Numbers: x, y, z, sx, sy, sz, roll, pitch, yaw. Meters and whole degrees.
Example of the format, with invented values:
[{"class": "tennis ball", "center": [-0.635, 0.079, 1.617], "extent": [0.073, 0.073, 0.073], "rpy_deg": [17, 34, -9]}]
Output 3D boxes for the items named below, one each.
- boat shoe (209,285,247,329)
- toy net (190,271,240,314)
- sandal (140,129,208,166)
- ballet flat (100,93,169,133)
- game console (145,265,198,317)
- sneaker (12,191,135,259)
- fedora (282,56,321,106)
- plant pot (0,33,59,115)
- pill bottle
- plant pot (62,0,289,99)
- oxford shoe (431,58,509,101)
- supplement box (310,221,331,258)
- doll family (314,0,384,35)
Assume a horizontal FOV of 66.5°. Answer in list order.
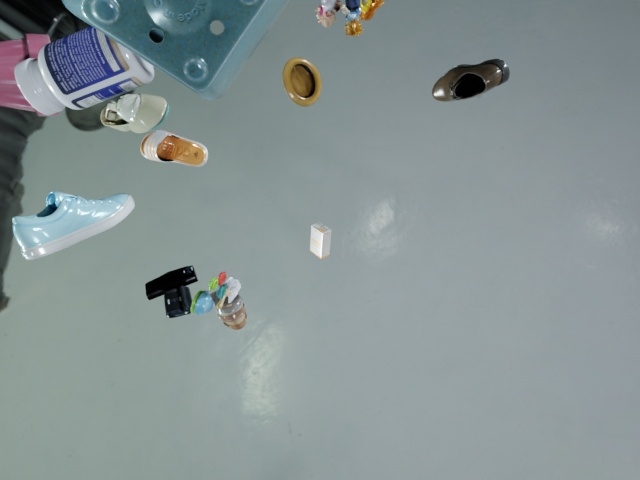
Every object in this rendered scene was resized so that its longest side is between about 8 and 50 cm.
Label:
[{"class": "boat shoe", "center": [-0.339, 0.247, 1.808], "extent": [0.123, 0.324, 0.116], "rpy_deg": [-23, 105, -8]}, {"class": "toy net", "center": [-0.283, 0.134, 1.372], "extent": [0.045, 0.232, 0.122], "rpy_deg": [17, 100, 11]}, {"class": "sandal", "center": [-0.476, -0.294, 1.533], "extent": [0.265, 0.076, 0.102], "rpy_deg": [13, 96, 23]}, {"class": "ballet flat", "center": [-0.423, -0.283, 1.082], "extent": [0.248, 0.086, 0.086], "rpy_deg": [5, 77, 49]}, {"class": "game console", "center": [-0.594, 0.214, 1.969], "extent": [0.213, 0.044, 0.361], "rpy_deg": [-22, 28, -11]}, {"class": "sneaker", "center": [-0.714, -0.088, 1.435], "extent": [0.135, 0.366, 0.150], "rpy_deg": [4, 119, 32]}, {"class": "fedora", "center": [-0.087, -0.636, 1.974], "extent": [0.079, 0.194, 0.194], "rpy_deg": [5, 76, 57]}, {"class": "plant pot", "center": [-0.770, -0.415, 1.229], "extent": [0.180, 0.201, 0.201], "rpy_deg": [-9, 66, -28]}, {"class": "pill bottle", "center": [-0.534, -0.391, 1.113], "extent": [0.265, 0.153, 0.153], "rpy_deg": [-20, 70, 4]}, {"class": "plant pot", "center": [-0.157, -0.316, 0.585], "extent": [0.248, 0.247, 0.252], "rpy_deg": [-46, 32, 26]}, {"class": "oxford shoe", "center": [0.344, -0.386, 1.209], "extent": [0.096, 0.227, 0.083], "rpy_deg": [-34, 105, -22]}, {"class": "supplement box", "center": [0.000, 0.000, 1.560], "extent": [0.062, 0.036, 0.098], "rpy_deg": [36, 134, 40]}, {"class": "doll family", "center": [0.086, -0.590, 1.176], "extent": [0.118, 0.163, 0.263], "rpy_deg": [17, 45, 17]}]
